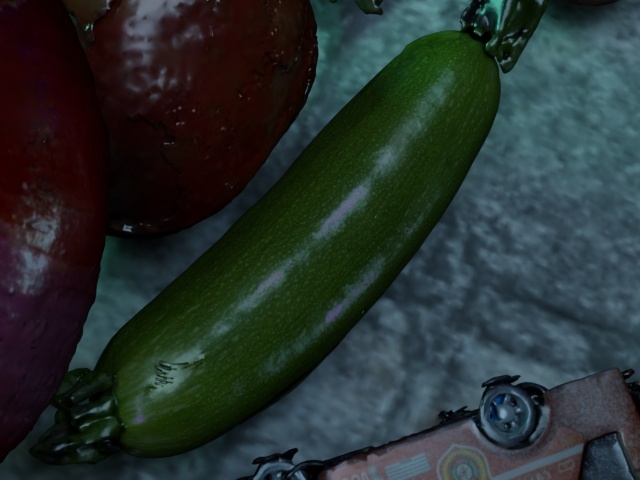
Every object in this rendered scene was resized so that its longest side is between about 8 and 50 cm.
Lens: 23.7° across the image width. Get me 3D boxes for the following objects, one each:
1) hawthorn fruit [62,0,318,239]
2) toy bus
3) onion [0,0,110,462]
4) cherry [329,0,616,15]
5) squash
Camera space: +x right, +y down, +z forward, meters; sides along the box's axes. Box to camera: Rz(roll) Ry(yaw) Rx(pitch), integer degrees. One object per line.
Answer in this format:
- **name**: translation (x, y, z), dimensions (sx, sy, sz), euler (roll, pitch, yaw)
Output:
- **hawthorn fruit**: translation (-0.080, -0.066, 0.647), dimensions (0.148, 0.148, 0.172), euler (18, 80, -6)
- **toy bus**: translation (0.035, 0.120, 0.626), dimensions (0.235, 0.073, 0.096), euler (-14, 78, -21)
- **onion**: translation (-0.204, -0.022, 0.516), dimensions (0.276, 0.276, 0.276), euler (6, 63, -12)
- **cherry**: translation (0.103, -0.150, 0.759), dimensions (0.225, 0.090, 0.107), euler (-36, 80, -27)
- **squash**: translation (0.000, 0.001, 0.663), dimensions (0.071, 0.080, 0.318), euler (41, 62, 6)
